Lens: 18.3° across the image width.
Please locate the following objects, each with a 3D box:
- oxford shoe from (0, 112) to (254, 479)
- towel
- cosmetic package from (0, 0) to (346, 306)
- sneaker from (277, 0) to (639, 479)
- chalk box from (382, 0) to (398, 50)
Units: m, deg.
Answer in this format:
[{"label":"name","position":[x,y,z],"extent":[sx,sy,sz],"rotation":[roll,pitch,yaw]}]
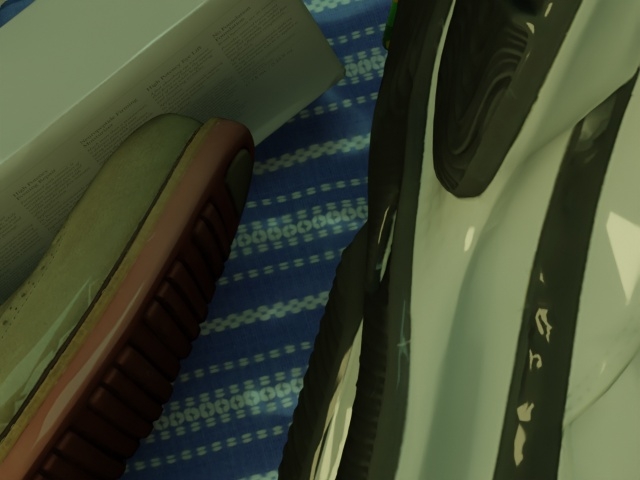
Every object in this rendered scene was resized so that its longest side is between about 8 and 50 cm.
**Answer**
[{"label":"oxford shoe","position":[-0.155,0.077,0.727],"extent":[0.130,0.123,0.348],"rotation":[33,77,13]},{"label":"towel","position":[0.000,0.000,0.832],"extent":[0.243,0.040,0.336],"rotation":[-14,61,-1]},{"label":"cosmetic package","position":[-0.112,-0.034,0.794],"extent":[0.239,0.099,0.060],"rotation":[-38,60,-2]},{"label":"sneaker","position":[0.154,-0.022,0.656],"extent":[0.257,0.447,0.169],"rotation":[11,21,-12]},{"label":"chalk box","position":[0.147,-0.140,0.815],"extent":[0.132,0.132,0.213],"rotation":[39,60,14]}]
